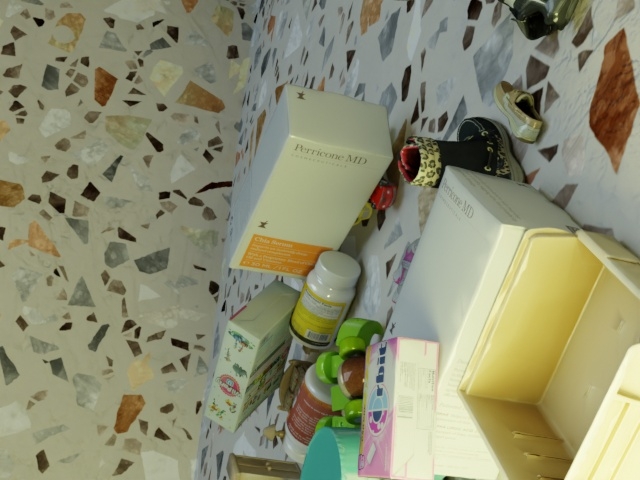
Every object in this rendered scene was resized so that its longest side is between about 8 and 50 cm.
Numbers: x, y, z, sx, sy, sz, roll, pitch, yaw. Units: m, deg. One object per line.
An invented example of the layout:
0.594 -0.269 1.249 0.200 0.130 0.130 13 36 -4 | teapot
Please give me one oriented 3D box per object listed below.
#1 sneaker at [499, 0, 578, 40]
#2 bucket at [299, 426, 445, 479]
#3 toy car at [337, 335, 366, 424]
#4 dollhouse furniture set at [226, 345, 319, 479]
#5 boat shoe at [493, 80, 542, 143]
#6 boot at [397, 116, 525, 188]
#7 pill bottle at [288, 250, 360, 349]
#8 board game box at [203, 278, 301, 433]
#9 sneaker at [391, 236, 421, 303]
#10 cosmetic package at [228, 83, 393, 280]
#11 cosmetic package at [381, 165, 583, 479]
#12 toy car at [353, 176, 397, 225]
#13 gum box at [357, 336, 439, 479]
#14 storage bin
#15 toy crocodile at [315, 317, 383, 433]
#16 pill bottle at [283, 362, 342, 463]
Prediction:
0.319 -0.360 1.323 0.234 0.078 0.106 -142 67 -70 | sneaker
0.079 0.434 1.408 0.281 0.183 0.281 -170 90 -75 | bucket
0.138 0.232 1.525 0.188 0.149 0.155 -30 47 30 | toy car
-0.091 0.416 2.029 0.303 0.173 0.356 -140 62 -72 | dollhouse furniture set
0.306 -0.205 1.325 0.045 0.050 0.135 -61 33 39 | boat shoe
0.208 -0.142 1.368 0.236 0.178 0.085 -102 28 -53 | boot
0.012 0.134 1.966 0.119 0.119 0.208 -102 28 -54 | pill bottle
-0.156 0.274 2.065 0.224 0.097 0.303 -39 -29 -53 | board game box
0.179 0.052 1.441 0.252 0.103 0.111 -98 28 -72 | sneaker
-0.036 -0.109 1.904 0.453 0.230 0.161 119 155 -47 | cosmetic package
0.211 0.115 1.217 0.217 0.156 0.385 -120 42 -63 | cosmetic package
0.122 -0.152 1.907 0.239 0.053 0.225 150 130 -69 | toy car
0.102 0.219 1.144 0.107 0.062 0.188 148 130 -65 | gum box
0.292 0.151 0.981 0.262 0.123 0.260 -111 36 -63 | storage bin
0.064 0.318 1.703 0.115 0.105 0.341 -17 66 49 | toy crocodile
-0.006 0.373 1.854 0.121 0.121 0.216 -101 28 -54 | pill bottle
